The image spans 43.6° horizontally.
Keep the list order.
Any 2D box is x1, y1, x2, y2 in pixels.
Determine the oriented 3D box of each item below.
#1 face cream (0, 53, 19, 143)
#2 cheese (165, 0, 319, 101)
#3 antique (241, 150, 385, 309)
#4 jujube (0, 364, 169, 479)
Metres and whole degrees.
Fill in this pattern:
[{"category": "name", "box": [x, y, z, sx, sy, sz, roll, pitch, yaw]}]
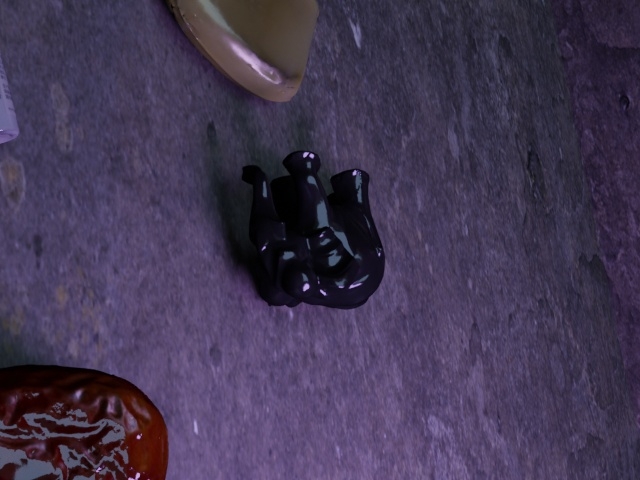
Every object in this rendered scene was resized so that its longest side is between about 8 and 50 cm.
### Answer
[{"category": "face cream", "box": [-0.475, -0.263, 1.072, 0.082, 0.082, 0.268, -14, 88, -47]}, {"category": "cheese", "box": [-0.140, -0.414, 1.428, 0.316, 0.128, 0.259, 28, 62, -36]}, {"category": "antique", "box": [0.000, 0.000, 1.412, 0.322, 0.185, 0.254, 17, 65, -46]}, {"category": "jujube", "box": [-0.342, 0.262, 0.970, 0.318, 0.223, 0.223, 17, 67, -38]}]
